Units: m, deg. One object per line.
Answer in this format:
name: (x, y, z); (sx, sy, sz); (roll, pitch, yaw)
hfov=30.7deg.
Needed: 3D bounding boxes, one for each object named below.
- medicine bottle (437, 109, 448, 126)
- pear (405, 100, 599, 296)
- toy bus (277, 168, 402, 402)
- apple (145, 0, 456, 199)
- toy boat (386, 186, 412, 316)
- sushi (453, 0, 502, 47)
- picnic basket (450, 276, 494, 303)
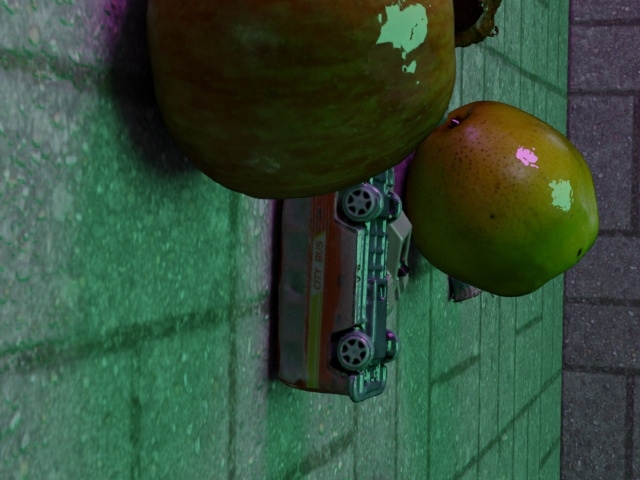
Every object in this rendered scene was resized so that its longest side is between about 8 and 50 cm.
medicine bottle: (0.120, -0.249, 1.538); (0.107, 0.106, 0.192); (14, 78, -70)
pear: (0.259, -0.063, 1.701); (0.294, 0.294, 0.294); (1, 90, -71)
toy bus: (0.018, 0.034, 1.250); (0.121, 0.119, 0.265); (2, 89, -71)
apple: (-0.003, -0.174, 0.986); (0.277, 0.249, 0.309); (70, 26, -44)
toy boat: (0.060, -0.048, 1.411); (0.129, 0.088, 0.295); (-48, 136, -62)
sushi: (0.198, -0.387, 1.701); (0.296, 0.166, 0.179); (-50, 160, -51)
picnic basket: (0.257, 0.080, 2.031); (0.083, 0.065, 0.083); (48, 38, -33)
